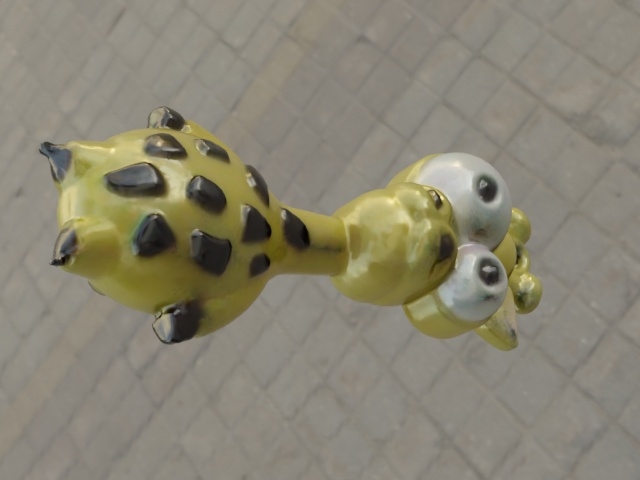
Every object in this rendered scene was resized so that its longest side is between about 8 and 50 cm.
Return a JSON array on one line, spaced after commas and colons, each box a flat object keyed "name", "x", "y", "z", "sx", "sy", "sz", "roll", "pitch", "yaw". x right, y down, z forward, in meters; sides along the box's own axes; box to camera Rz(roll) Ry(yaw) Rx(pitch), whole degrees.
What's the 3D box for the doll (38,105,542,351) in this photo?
[{"name": "doll", "x": 0.000, "y": 0.000, "z": 0.672, "sx": 0.086, "sy": 0.291, "sz": 0.117, "roll": -25, "pitch": 63, "yaw": 53}]
